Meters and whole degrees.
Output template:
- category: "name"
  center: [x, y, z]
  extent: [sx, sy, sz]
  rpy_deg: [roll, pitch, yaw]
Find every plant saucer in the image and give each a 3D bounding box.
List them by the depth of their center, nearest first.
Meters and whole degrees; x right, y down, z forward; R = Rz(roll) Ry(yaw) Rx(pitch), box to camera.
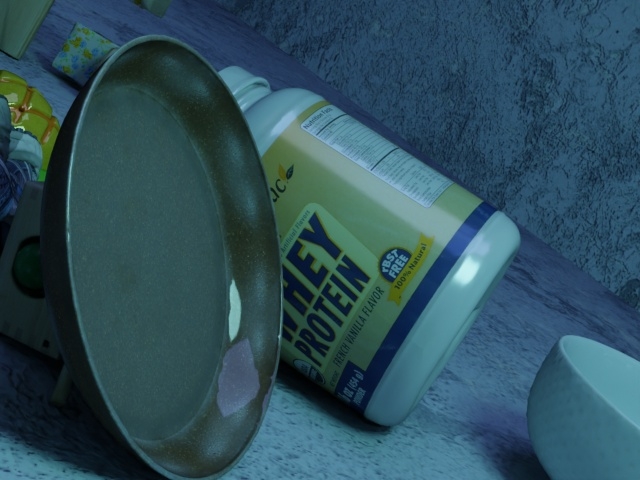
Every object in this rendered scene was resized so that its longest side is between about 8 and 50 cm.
- category: "plant saucer"
  center: [-0.109, 0.014, 0.929]
  extent: [0.050, 0.310, 0.310]
  rpy_deg: [-6, -1, 21]

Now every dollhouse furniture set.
- category: "dollhouse furniture set"
  center: [-0.350, -0.435, 1.705]
  extent: [0.362, 0.394, 0.256]
  rpy_deg: [31, 5, 0]

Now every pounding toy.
- category: "pounding toy"
  center: [-0.172, 0.035, 0.963]
  extent: [0.100, 0.130, 0.141]
  rpy_deg: [22, 9, 20]

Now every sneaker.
- category: "sneaker"
  center: [-0.277, -0.029, 1.026]
  extent: [0.110, 0.122, 0.283]
  rpy_deg: [-4, -4, -4]

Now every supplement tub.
- category: "supplement tub"
  center: [0.000, 0.000, 1.239]
  extent: [0.316, 0.228, 0.228]
  rpy_deg: [33, 12, 10]

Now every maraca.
- category: "maraca"
  center: [-0.283, -0.091, 1.226]
  extent: [0.185, 0.099, 0.127]
  rpy_deg: [43, 13, 8]

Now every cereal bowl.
- category: "cereal bowl"
  center: [0.340, 0.242, 1.311]
  extent: [0.339, 0.141, 0.339]
  rpy_deg: [30, 12, -7]
